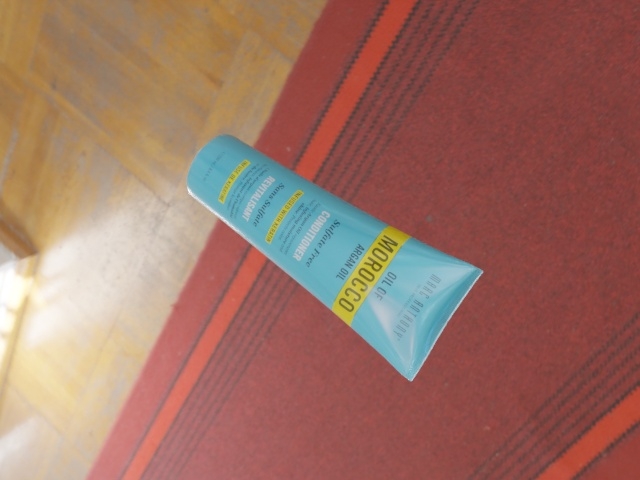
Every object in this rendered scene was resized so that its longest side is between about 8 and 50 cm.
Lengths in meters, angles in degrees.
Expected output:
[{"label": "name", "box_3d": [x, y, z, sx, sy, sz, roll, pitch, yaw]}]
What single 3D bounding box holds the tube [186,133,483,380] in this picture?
[{"label": "tube", "box_3d": [0.000, 0.000, 0.523, 0.207, 0.052, 0.080, 34, 96, 24]}]
